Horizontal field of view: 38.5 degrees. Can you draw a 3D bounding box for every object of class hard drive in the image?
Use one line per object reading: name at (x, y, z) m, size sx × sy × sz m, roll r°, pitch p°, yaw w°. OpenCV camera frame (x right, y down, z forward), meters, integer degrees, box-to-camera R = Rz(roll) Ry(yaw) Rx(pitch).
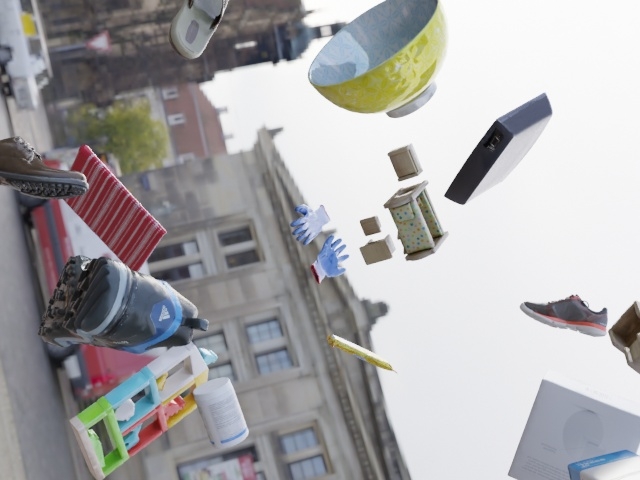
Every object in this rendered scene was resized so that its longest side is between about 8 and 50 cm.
hard drive at (0.358, -0.175, 1.832) m, size 0.054 × 0.172 × 0.255 m, roll 50°, pitch -34°, yaw 16°

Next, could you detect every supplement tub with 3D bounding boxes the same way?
supplement tub at (-0.173, 0.301, 1.599) m, size 0.071 × 0.071 × 0.107 m, roll -156°, pitch -132°, yaw -73°

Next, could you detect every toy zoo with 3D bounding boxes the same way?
toy zoo at (-0.303, 0.292, 1.653) m, size 0.030 × 0.293 × 0.192 m, roll 39°, pitch -31°, yaw 28°

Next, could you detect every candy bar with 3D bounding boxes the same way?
candy bar at (0.080, 0.219, 1.775) m, size 0.018 × 0.161 × 0.040 m, roll -60°, pitch -157°, yaw 9°

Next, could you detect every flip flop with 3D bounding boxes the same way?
flip flop at (-0.245, -0.506, 1.947) m, size 0.080 × 0.112 × 0.277 m, roll -21°, pitch -136°, yaw 46°

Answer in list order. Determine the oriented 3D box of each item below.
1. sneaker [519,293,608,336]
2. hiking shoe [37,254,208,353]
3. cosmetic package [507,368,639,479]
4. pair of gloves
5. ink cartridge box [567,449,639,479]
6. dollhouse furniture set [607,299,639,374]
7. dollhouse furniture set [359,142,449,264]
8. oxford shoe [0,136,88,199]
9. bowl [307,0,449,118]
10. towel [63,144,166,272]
sneaker at (0.438, 0.125, 1.640) m, size 0.061 × 0.158 × 0.065 m, roll 42°, pitch 64°, yaw -71°
hiking shoe at (-0.241, 0.089, 1.068) m, size 0.304 × 0.132 × 0.113 m, roll 1°, pitch -112°, yaw 65°
cosmetic package at (0.541, 0.422, 1.923) m, size 0.138 × 0.224 × 0.225 m, roll -3°, pitch 113°, yaw -70°
pair of gloves at (0.000, 0.000, 2.154) m, size 0.023 × 0.159 × 0.198 m, roll -18°, pitch -78°, yaw 34°
ink cartridge box at (0.552, 0.503, 1.563) m, size 0.307 × 0.129 × 0.223 m, roll 143°, pitch -64°, yaw -85°
dollhouse furniture set at (0.580, 0.145, 1.245) m, size 0.286 × 0.198 × 0.303 m, roll -57°, pitch -174°, yaw 24°
dollhouse furniture set at (0.111, -0.052, 1.627) m, size 0.182 × 0.161 × 0.101 m, roll 66°, pitch 31°, yaw -12°
oxford shoe at (-0.481, -0.124, 1.486) m, size 0.083 × 0.227 × 0.096 m, roll 90°, pitch 13°, yaw -73°
bowl at (0.136, -0.328, 1.745) m, size 0.156 × 0.289 × 0.289 m, roll 51°, pitch 0°, yaw -29°
towel at (-0.475, -0.069, 2.078) m, size 0.275 × 0.031 × 0.199 m, roll 46°, pitch -43°, yaw 3°
